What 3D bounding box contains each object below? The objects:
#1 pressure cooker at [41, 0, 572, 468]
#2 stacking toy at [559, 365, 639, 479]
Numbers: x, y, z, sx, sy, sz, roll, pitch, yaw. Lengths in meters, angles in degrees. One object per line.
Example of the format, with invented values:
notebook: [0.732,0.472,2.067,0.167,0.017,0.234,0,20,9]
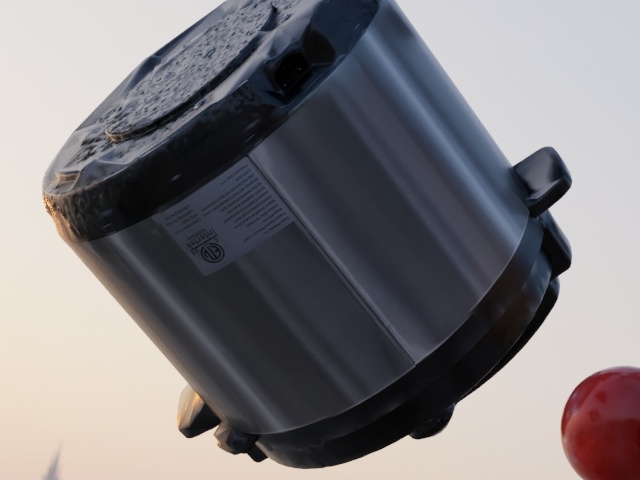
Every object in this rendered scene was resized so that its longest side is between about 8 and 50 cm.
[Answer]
pressure cooker: [-0.001,0.003,1.291,0.370,0.375,0.420,-12,-57,51]
stacking toy: [0.286,0.130,0.872,0.141,0.141,0.330,25,-14,-40]
